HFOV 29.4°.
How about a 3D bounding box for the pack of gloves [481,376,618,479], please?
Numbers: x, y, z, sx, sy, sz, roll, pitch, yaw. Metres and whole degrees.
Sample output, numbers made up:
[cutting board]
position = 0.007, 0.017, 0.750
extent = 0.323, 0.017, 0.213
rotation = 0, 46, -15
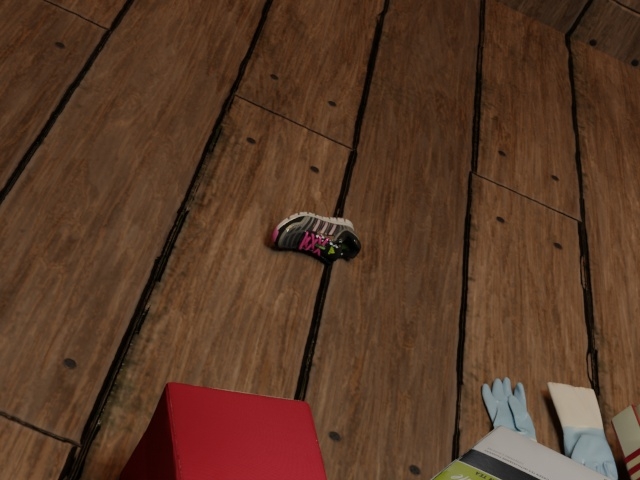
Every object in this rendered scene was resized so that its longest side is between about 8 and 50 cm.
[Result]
[pack of gloves]
position = 0.345, 0.307, 1.873
extent = 0.195, 0.046, 0.232
rotation = 9, 35, -8

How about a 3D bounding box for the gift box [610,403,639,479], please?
[gift box]
position = 0.610, 0.358, 1.803
extent = 0.276, 0.258, 0.255
rotation = 37, 28, -24

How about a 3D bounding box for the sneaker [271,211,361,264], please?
[sneaker]
position = 0.000, 0.000, 1.981
extent = 0.170, 0.063, 0.075
rotation = 2, 36, -40

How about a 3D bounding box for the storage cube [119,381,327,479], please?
[storage cube]
position = -0.114, 0.302, 1.411
extent = 0.215, 0.183, 0.193
rotation = 12, 38, -23

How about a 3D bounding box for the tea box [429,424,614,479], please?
[tea box]
position = 0.249, 0.425, 1.396
extent = 0.329, 0.220, 0.323
rotation = 24, 29, 32
